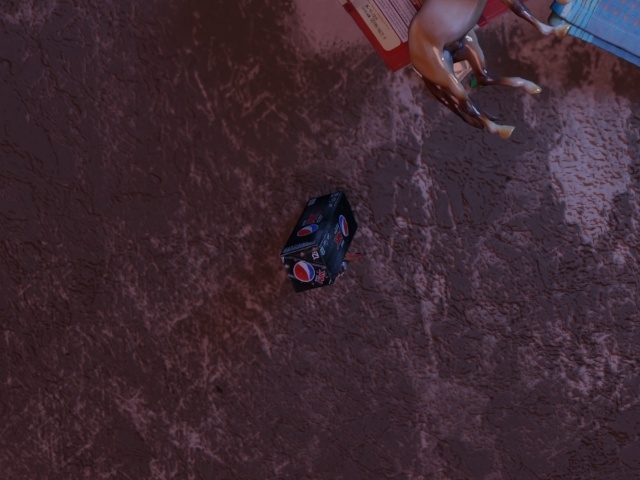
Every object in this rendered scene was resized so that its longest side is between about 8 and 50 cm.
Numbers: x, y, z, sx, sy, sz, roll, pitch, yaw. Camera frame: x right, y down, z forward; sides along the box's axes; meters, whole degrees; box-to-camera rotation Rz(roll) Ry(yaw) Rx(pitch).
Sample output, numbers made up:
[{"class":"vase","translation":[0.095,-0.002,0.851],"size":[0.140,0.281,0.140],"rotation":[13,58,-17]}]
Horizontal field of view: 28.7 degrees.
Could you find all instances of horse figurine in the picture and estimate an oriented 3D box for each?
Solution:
[{"class":"horse figurine","translation":[0.149,-0.211,1.220],"size":[0.174,0.066,0.263],"rotation":[37,143,17]}]

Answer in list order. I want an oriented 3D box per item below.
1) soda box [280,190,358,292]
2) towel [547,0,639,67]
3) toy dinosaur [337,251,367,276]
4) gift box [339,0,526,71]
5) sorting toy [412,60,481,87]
[{"class":"soda box","translation":[0.000,0.000,1.590],"size":[0.053,0.169,0.060],"rotation":[-14,112,20]},{"class":"towel","translation":[0.448,-0.337,1.352],"size":[0.272,0.040,0.370],"rotation":[20,121,-25]},{"class":"toy dinosaur","translation":[0.001,0.014,1.683],"size":[0.090,0.047,0.082],"rotation":[-38,95,-9]},{"class":"gift box","translation":[0.122,-0.366,1.345],"size":[0.276,0.258,0.255],"rotation":[-18,114,40]},{"class":"sorting toy","translation":[0.163,-0.209,1.542],"size":[0.083,0.012,0.062],"rotation":[41,112,-5]}]
